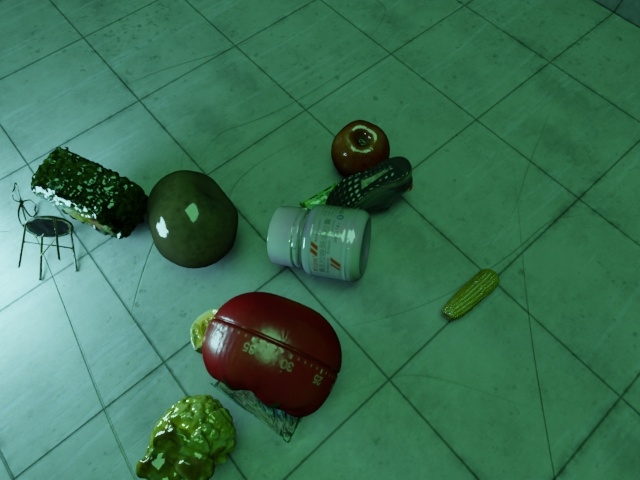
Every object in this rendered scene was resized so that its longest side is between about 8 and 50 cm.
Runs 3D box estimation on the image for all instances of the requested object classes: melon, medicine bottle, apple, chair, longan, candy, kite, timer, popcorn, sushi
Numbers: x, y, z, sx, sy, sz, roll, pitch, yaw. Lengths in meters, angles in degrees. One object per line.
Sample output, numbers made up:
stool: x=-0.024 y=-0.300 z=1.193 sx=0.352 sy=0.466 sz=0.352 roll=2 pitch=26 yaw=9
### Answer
melon: x=-0.340 y=0.285 z=1.360 sx=0.160 sy=0.079 sz=0.128 roll=-43 pitch=54 yaw=-17
medicine bottle: x=0.000 y=0.000 z=1.396 sx=0.302 sy=0.241 sz=0.241 roll=8 pitch=65 yaw=14
apple: x=0.148 y=-0.328 z=1.575 sx=0.219 sy=0.201 sz=0.218 roll=1 pitch=73 yaw=-2
chair: x=-0.947 y=-0.044 z=1.466 sx=0.170 sy=0.159 sz=0.325 roll=-12 pitch=67 yaw=-8
longan: x=-0.424 y=-0.073 z=1.418 sx=0.289 sy=0.288 sz=0.350 roll=-27 pitch=71 yaw=-12
candy: x=0.020 y=-0.141 z=1.577 sx=0.178 sy=0.032 sz=0.102 roll=-32 pitch=73 yaw=-15
kite: x=-0.137 y=0.431 z=1.319 sx=0.406 sy=0.014 sz=0.368 roll=-12 pitch=66 yaw=-5
timer: x=-0.128 y=0.299 z=1.166 sx=0.378 sy=0.378 sz=0.279 roll=22 pitch=73 yaw=10
popcorn: x=-0.360 y=0.549 z=1.145 sx=0.237 sy=0.205 sz=0.252 roll=-4 pitch=18 yaw=39
sushi: x=-0.759 y=-0.139 z=1.433 sx=0.352 sy=0.294 sz=0.178 roll=22 pitch=70 yaw=12

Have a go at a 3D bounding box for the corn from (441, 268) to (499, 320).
corn: x=0.496 y=0.181 z=1.403 sx=0.231 sy=0.080 sz=0.080 roll=-39 pitch=71 yaw=-14

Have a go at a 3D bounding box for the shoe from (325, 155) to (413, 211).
shoe: x=0.185 y=-0.161 z=1.530 sx=0.337 sy=0.171 sz=0.132 roll=-27 pitch=55 yaw=14
